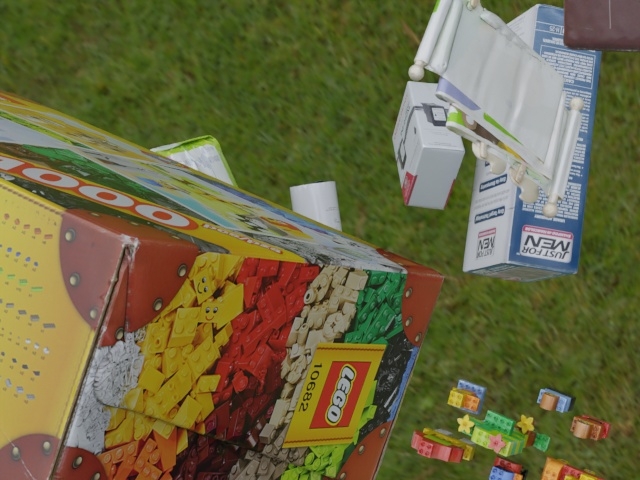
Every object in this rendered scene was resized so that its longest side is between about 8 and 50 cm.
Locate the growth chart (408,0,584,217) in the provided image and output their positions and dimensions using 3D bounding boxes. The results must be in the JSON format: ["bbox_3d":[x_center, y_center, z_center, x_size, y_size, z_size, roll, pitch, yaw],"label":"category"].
[{"bbox_3d":[0.184,-0.147,1.489,0.021,0.237,0.172,-18,38,51],"label":"growth chart"}]

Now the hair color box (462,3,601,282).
[{"bbox_3d":[0.287,-0.125,1.978,0.105,0.174,0.347,10,83,-12],"label":"hair color box"}]

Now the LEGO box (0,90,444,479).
[{"bbox_3d":[-0.223,0.018,1.113,0.500,0.372,0.193,23,99,32],"label":"LEGO box"}]

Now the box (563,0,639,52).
[{"bbox_3d":[0.274,-0.202,0.890,0.203,0.167,0.168,10,107,45],"label":"box"}]

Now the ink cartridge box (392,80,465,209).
[{"bbox_3d":[0.148,-0.134,2.040,0.063,0.109,0.150,4,42,-11],"label":"ink cartridge box"}]

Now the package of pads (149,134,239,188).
[{"bbox_3d":[-0.142,0.057,1.601,0.229,0.101,0.296,-33,79,51],"label":"package of pads"}]

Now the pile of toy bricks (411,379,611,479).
[{"bbox_3d":[0.197,0.210,1.555,0.212,0.105,0.118,18,98,30],"label":"pile of toy bricks"}]

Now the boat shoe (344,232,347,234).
[{"bbox_3d":[-0.020,0.128,1.957,0.324,0.116,0.123,-63,30,30],"label":"boat shoe"}]

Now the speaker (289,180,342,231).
[{"bbox_3d":[0.000,0.000,1.684,0.055,0.055,0.136,-8,91,16],"label":"speaker"}]
